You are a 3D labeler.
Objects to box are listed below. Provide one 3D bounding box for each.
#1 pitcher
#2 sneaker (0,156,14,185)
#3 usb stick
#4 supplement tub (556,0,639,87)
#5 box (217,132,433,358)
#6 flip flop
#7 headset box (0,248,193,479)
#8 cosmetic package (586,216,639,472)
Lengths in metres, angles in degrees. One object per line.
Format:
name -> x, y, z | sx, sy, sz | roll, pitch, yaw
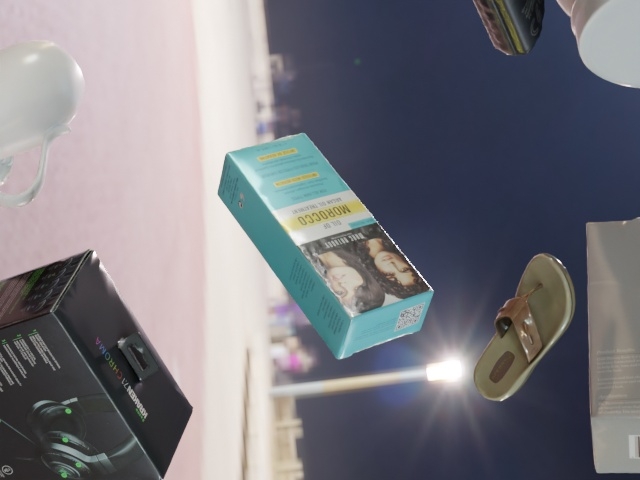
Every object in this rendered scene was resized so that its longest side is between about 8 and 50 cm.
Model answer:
pitcher -> -0.373, -0.143, 1.721 | 0.207, 0.178, 0.125 | -46, 167, -30
sneaker -> -0.464, -0.123, 1.875 | 0.258, 0.091, 0.094 | 160, -82, -80
usb stick -> 0.129, -0.248, 1.116 | 0.278, 0.045, 0.077 | 50, 48, -55
supplement tub -> 0.319, -0.334, 1.289 | 0.241, 0.241, 0.331 | 86, 1, -66
box -> 0.000, 0.000, 1.380 | 0.244, 0.100, 0.060 | 52, -36, 32
flip flop -> 0.324, 0.148, 2.282 | 0.112, 0.080, 0.277 | 45, -61, 31
headset box -> -0.317, 0.169, 1.576 | 0.246, 0.283, 0.131 | 61, 25, -23
cosmetic package -> 0.318, 0.095, 1.322 | 0.107, 0.127, 0.238 | 73, 20, -46
